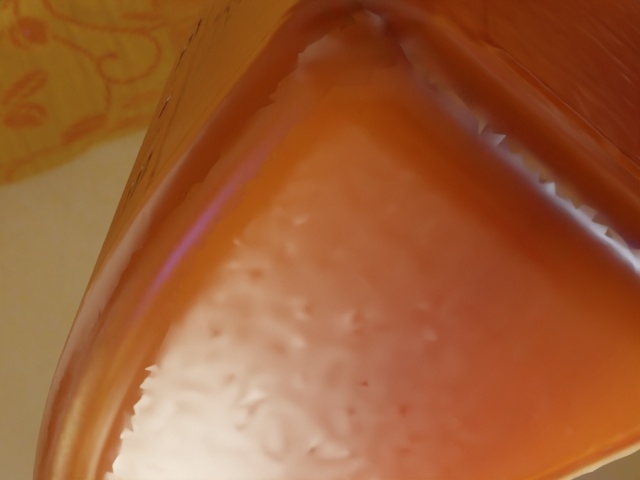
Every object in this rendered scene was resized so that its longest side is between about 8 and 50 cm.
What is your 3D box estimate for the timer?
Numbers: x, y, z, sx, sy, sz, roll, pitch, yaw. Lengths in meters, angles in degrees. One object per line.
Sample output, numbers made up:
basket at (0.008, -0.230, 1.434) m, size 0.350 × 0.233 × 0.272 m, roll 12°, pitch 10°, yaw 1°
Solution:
timer at (0.000, 0.000, 0.510) m, size 0.161 × 0.257 × 0.250 m, roll 36°, pitch 119°, yaw -17°
